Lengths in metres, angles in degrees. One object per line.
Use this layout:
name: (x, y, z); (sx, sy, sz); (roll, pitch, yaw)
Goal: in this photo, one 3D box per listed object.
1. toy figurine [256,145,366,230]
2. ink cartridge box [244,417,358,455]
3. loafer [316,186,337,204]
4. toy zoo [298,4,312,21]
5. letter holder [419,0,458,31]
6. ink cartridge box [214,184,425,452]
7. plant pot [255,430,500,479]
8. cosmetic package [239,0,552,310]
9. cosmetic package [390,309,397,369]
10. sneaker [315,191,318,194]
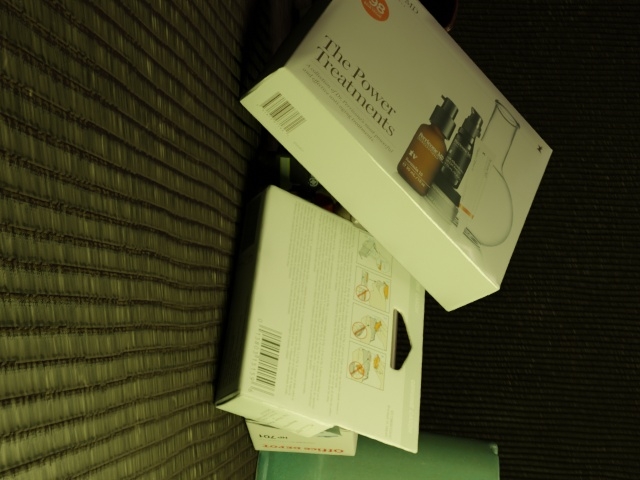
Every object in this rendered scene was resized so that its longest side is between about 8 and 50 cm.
toy figurine: (0.005, -0.125, 1.469); (0.213, 0.148, 0.209); (77, 17, -65)
ink cartridge box: (-0.023, 0.199, 1.370); (0.190, 0.140, 0.082); (83, 11, -56)
loafer: (0.000, 0.000, 1.633); (0.251, 0.087, 0.094); (-65, 168, 25)
toy zoo: (0.034, -0.247, 1.638); (0.192, 0.030, 0.293); (15, -72, 50)
letter holder: (0.142, -0.487, 2.073); (0.302, 0.214, 0.152); (-77, 150, -59)
ink cartridge box: (0.010, 0.098, 1.278); (0.060, 0.239, 0.275); (-34, -140, 47)
plant pot: (0.089, 0.412, 1.589); (0.341, 0.334, 0.341); (2, 90, -84)
cosmetic package: (0.111, -0.142, 1.361); (0.377, 0.097, 0.284); (44, 45, -17)
cosmetic package: (0.062, 0.272, 2.057); (0.113, 0.160, 0.309); (71, 23, -73)
sneaker: (0.022, 0.044, 1.799); (0.107, 0.118, 0.279); (-60, 152, -77)
